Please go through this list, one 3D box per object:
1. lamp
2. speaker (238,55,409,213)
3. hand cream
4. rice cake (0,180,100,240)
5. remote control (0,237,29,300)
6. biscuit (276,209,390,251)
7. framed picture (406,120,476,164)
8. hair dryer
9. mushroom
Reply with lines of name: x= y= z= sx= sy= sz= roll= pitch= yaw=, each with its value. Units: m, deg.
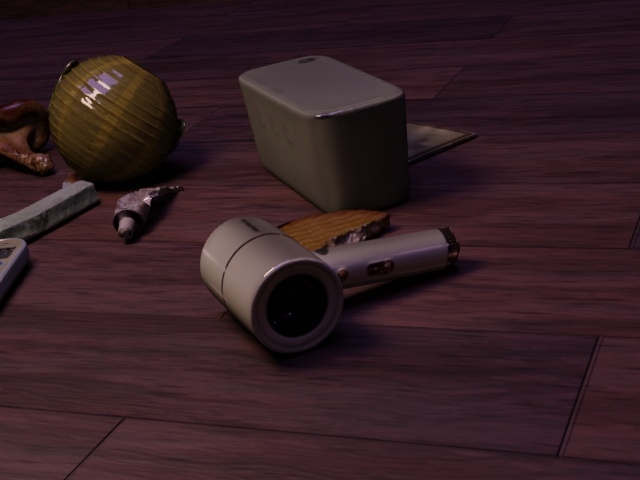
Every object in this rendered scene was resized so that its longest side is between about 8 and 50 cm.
lamp: x=-0.398 y=-0.203 z=2.109 sx=0.250 sy=0.284 sz=0.250 roll=31 pitch=3 yaw=-2
speaker: x=0.007 y=-0.186 z=1.923 sx=0.183 sy=0.184 sz=0.406 roll=-16 pitch=23 yaw=-17
hand cream: x=-0.307 y=-0.060 z=1.929 sx=0.084 sy=0.050 sz=0.257 roll=-8 pitch=19 yaw=11
rice cake: x=-0.498 y=-0.039 z=1.943 sx=0.081 sy=0.051 sz=0.290 roll=14 pitch=29 yaw=27
remote control: x=-0.508 y=0.059 z=1.712 sx=0.087 sy=0.047 sz=0.244 roll=-10 pitch=22 yaw=7
biscuit: x=0.000 y=0.001 z=1.673 sx=0.229 sy=0.031 sz=0.176 roll=-10 pitch=23 yaw=-7
framed picture: x=0.151 y=-0.189 z=2.104 sx=0.173 sy=0.010 sz=0.231 roll=-23 pitch=26 yaw=-31
hair dryer: x=0.041 y=0.034 z=1.487 sx=0.362 sy=0.128 sz=0.203 roll=-10 pitch=20 yaw=-22
mushroom: x=-0.627 y=-0.187 z=2.290 sx=0.227 sy=0.148 sz=0.217 roll=-26 pitch=43 yaw=-24
